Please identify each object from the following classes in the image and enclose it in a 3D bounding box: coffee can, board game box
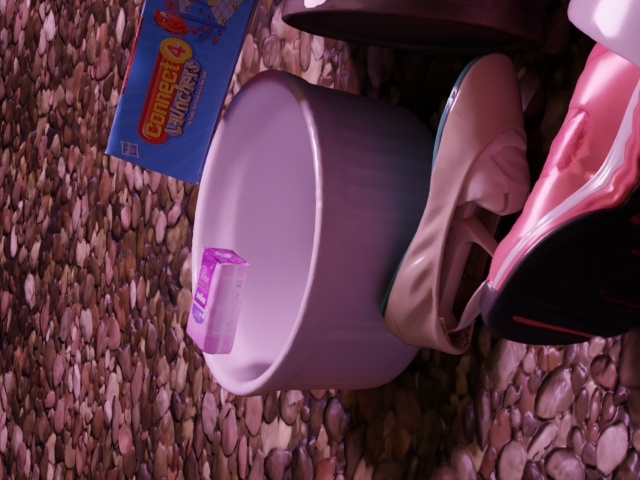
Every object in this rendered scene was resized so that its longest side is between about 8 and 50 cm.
[{"bbox_3d":[0.083,-0.292,1.505,0.201,0.201,0.275,-177,93,-65],"label":"coffee can"},{"bbox_3d":[-0.079,-0.261,1.684,0.302,0.086,0.308,112,175,-47],"label":"board game box"}]

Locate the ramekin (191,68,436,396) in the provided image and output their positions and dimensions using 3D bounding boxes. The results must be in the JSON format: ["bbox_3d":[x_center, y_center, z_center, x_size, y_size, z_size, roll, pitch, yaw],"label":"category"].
[{"bbox_3d":[0.000,0.000,1.699,0.277,0.135,0.277,-173,90,-66],"label":"ramekin"}]

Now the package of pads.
[{"bbox_3d":[-0.087,0.051,1.675,0.050,0.032,0.083,36,117,59],"label":"package of pads"}]

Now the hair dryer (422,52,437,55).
[{"bbox_3d":[0.042,-0.286,1.742,0.293,0.080,0.224,-156,74,-65],"label":"hair dryer"}]

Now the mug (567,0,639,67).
[{"bbox_3d":[0.342,-0.169,0.886,0.374,0.276,0.328,34,106,32],"label":"mug"}]

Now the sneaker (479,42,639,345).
[{"bbox_3d":[0.208,-0.059,1.326,0.314,0.116,0.136,-57,25,33],"label":"sneaker"}]

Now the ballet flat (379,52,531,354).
[{"bbox_3d":[0.120,-0.020,1.529,0.086,0.086,0.248,-123,44,-54],"label":"ballet flat"}]
